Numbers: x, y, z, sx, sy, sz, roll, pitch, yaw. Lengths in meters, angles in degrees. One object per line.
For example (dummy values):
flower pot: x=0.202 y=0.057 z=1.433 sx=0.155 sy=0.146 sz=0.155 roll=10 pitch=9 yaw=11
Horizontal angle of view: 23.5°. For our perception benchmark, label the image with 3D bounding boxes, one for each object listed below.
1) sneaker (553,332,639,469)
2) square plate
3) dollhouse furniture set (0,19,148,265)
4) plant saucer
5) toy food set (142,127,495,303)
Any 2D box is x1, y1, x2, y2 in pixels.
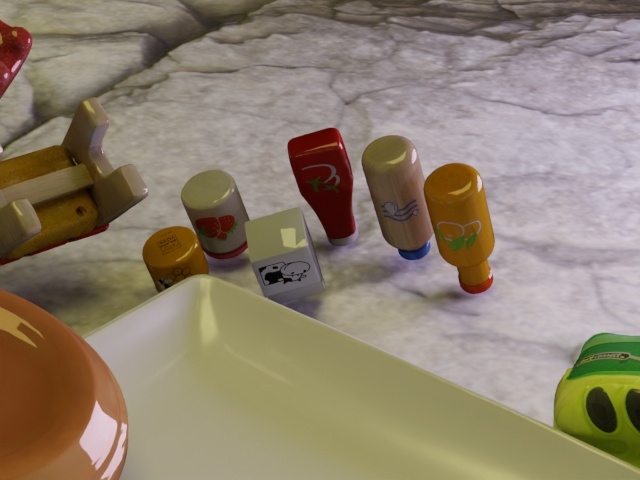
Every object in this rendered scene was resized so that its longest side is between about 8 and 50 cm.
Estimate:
sneaker: x=0.285 y=0.089 z=0.887 sx=0.295 sy=0.109 sz=0.123 roll=6 pitch=34 yaw=6
square plate: x=-0.049 y=0.155 z=0.808 sx=0.347 sy=0.049 sz=0.344 roll=23 pitch=35 yaw=31
dollhouse furniture set: x=-0.324 y=-0.036 z=0.938 sx=0.374 sy=0.152 sz=0.201 roll=-20 pitch=77 yaw=-41
plant saucer: x=-0.196 y=0.082 z=0.794 sx=0.200 sy=0.037 sz=0.200 roll=11 pitch=35 yaw=-8
toy food set: x=0.000 y=0.000 z=1.070 sx=0.232 sy=0.104 sz=0.111 roll=-16 pitch=44 yaw=3
